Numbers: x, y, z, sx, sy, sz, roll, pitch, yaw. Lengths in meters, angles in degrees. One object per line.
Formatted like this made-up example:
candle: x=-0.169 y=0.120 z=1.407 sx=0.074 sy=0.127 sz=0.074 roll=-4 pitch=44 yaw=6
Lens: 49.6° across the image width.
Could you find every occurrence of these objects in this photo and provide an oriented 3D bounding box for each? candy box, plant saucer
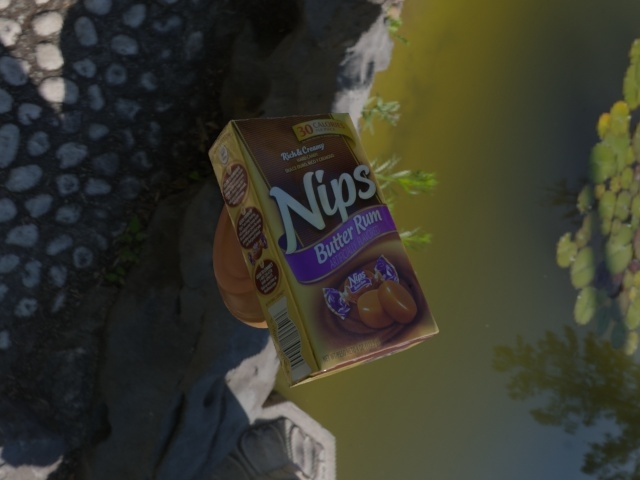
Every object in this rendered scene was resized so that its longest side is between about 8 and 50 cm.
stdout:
candy box: x=0.000 y=0.000 z=0.508 sx=0.109 sy=0.053 sz=0.187 roll=-12 pitch=72 yaw=-35
plant saucer: x=-0.043 y=-0.018 z=0.657 sx=0.037 sy=0.200 sz=0.200 roll=25 pitch=85 yaw=-36
